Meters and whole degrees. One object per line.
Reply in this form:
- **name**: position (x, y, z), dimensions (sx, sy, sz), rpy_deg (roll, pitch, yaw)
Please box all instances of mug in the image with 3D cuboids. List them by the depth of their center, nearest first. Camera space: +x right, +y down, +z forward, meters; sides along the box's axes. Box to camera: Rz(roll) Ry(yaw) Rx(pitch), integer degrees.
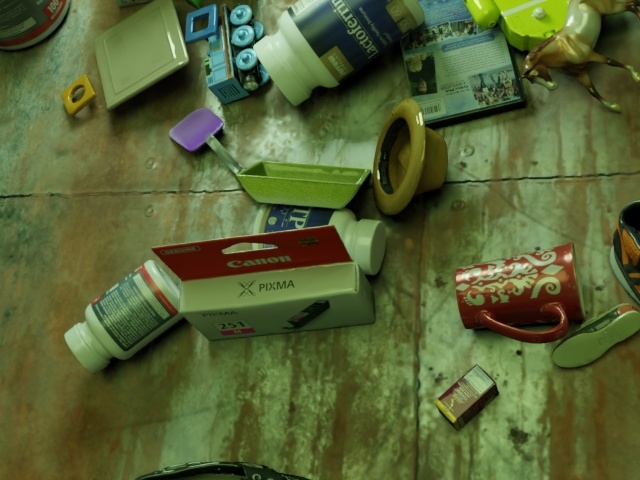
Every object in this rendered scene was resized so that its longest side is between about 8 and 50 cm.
- **mug**: position (0.279, 0.074, 1.392), dimensions (0.169, 0.150, 0.113), rpy_deg (-9, 102, 17)

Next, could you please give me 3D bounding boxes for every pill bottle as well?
- **pill bottle**: position (0.000, 0.000, 1.519), dimensions (0.187, 0.112, 0.112), rpy_deg (7, 68, 19)
- **pill bottle**: position (-0.306, 0.124, 1.554), dimensions (0.180, 0.108, 0.108), rpy_deg (-37, 61, -3)
- **pill bottle**: position (0.028, -0.351, 1.644), dimensions (0.265, 0.153, 0.153), rpy_deg (-36, 61, 10)
- **pill bottle**: position (-0.631, -0.532, 1.807), dimensions (0.210, 0.363, 0.210), rpy_deg (-6, 65, 13)

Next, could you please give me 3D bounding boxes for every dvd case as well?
- **dvd case**: position (0.229, -0.310, 1.648), dimensions (0.180, 0.022, 0.253), rpy_deg (-12, 63, 10)

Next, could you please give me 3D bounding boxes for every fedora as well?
- **fedora**: position (0.145, -0.124, 1.530), dimensions (0.079, 0.194, 0.194), rpy_deg (10, 64, -18)

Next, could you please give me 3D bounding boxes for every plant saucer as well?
- **plant saucer**: position (-0.023, -0.086, 1.537), dimensions (0.188, 0.188, 0.045), rpy_deg (5, 102, 7)

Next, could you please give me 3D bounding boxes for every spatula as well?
- **spatula**: position (-0.151, -0.133, 1.671), dimensions (0.084, 0.030, 0.296), rpy_deg (-42, 61, -8)

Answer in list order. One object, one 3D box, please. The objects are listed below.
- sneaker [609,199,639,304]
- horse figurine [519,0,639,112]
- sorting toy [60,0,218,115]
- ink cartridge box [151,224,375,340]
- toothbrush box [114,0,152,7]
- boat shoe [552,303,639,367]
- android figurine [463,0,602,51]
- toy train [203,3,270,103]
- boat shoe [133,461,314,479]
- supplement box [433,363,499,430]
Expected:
- **sneaker**: position (0.489, 0.079, 1.301), dimensions (0.125, 0.180, 0.321), rpy_deg (-35, 61, -2)
- **horse figurine**: position (0.430, -0.325, 1.524), dimensions (0.174, 0.066, 0.263), rpy_deg (26, 86, -3)
- **sorting toy**: position (-0.324, -0.339, 1.800), dimensions (0.348, 0.047, 0.196), rpy_deg (-27, 56, 16)
- **ink cartridge box**: position (-0.078, 0.068, 1.438), dimensions (0.275, 0.239, 0.060), rpy_deg (-7, 64, 13)
- **toothbrush box**: position (-0.278, -0.561, 1.802), dimensions (0.296, 0.216, 0.126), rpy_deg (-5, 64, 13)
- **boat shoe**: position (0.385, 0.132, 1.386), dimensions (0.137, 0.049, 0.043), rpy_deg (-31, 21, 7)
- **android figurine**: position (0.360, -0.417, 1.628), dimensions (0.248, 0.056, 0.272), rpy_deg (-19, 62, -2)
- **toy train**: position (-0.153, -0.334, 1.741), dimensions (0.105, 0.080, 0.184), rpy_deg (-17, 62, 15)
- **boat shoe**: position (-0.114, 0.371, 1.380), dimensions (0.340, 0.113, 0.127), rpy_deg (8, 68, 19)
- **supplement box**: position (0.206, 0.221, 1.389), dimensions (0.083, 0.055, 0.043), rpy_deg (-41, 62, -5)
